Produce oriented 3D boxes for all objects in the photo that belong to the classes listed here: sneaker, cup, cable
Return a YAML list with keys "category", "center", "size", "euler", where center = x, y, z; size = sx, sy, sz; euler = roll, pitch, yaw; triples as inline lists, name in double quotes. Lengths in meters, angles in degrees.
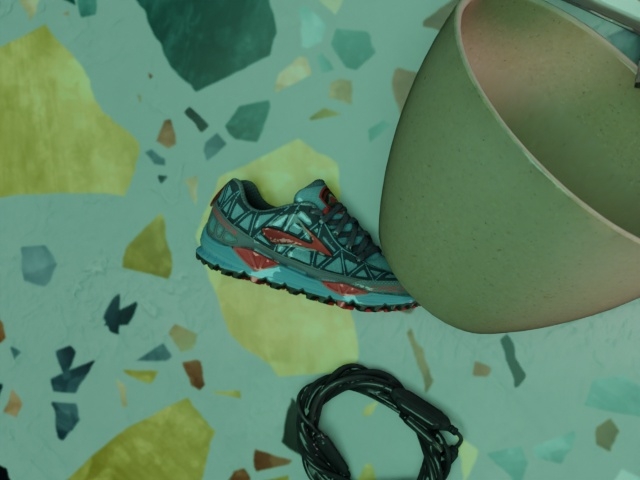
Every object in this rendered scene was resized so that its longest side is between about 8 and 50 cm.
- category: "sneaker"
  center: [0.000, 0.000, 1.428]
  size: [0.262, 0.104, 0.125]
  euler: [15, 94, 9]
- category: "cup"
  center: [0.192, -0.044, 1.308]
  size: [0.331, 0.331, 0.237]
  euler: [45, 125, 5]
- category: "cable"
  center: [0.052, 0.219, 1.468]
  size: [0.184, 0.047, 0.150]
  euler: [30, 104, 5]

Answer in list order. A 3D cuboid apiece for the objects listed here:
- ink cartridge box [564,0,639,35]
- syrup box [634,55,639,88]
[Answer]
- category: "ink cartridge box"
  center: [0.339, -0.320, 1.345]
  size: [0.160, 0.092, 0.219]
  euler: [25, 98, 8]
- category: "syrup box"
  center: [0.361, -0.249, 1.253]
  size: [0.096, 0.093, 0.237]
  euler: [11, 97, 6]
